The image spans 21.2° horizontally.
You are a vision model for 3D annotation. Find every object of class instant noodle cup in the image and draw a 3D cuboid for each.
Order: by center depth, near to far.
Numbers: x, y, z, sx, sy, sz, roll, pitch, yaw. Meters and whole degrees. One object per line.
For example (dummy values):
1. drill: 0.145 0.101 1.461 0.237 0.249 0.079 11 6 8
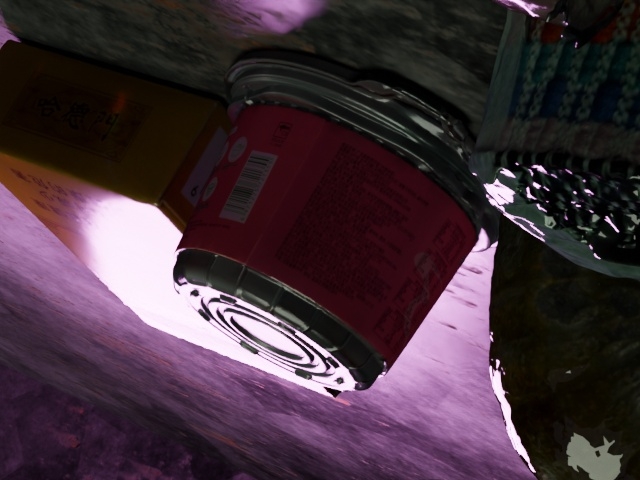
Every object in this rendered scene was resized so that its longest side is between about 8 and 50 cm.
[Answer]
1. instant noodle cup: 0.000 0.000 1.311 0.258 0.182 0.302 28 164 7

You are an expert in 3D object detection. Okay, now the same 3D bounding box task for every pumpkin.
1. pumpkin: 0.245 0.088 1.098 0.325 0.232 0.242 24 161 3

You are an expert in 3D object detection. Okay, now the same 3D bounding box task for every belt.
1. belt: 0.199 -0.052 0.879 0.207 0.150 0.257 28 168 -34

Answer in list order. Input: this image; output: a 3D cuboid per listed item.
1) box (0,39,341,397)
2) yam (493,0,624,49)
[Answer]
1. box: -0.134 -0.011 1.633 0.264 0.116 0.415 17 161 32
2. yam: 0.027 -0.194 0.776 0.279 0.131 0.131 26 164 13
